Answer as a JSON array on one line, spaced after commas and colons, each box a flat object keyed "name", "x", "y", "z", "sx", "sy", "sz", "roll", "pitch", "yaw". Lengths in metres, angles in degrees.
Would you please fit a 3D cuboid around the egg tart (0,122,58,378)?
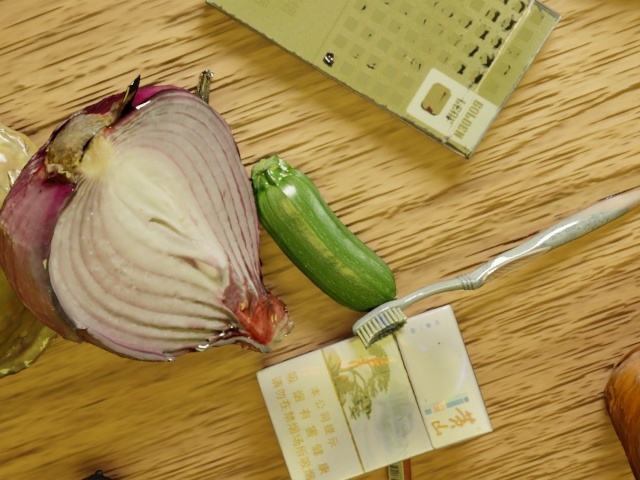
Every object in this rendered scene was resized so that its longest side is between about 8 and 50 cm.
[{"name": "egg tart", "x": -0.423, "y": 0.020, "z": 1.036, "sx": 0.351, "sy": 0.150, "sz": 0.352, "roll": -1, "pitch": 111, "yaw": -3}]

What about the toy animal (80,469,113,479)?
[{"name": "toy animal", "x": -0.220, "y": 0.443, "z": 1.180, "sx": 0.168, "sy": 0.106, "sz": 0.343, "roll": -34, "pitch": 96, "yaw": 28}]

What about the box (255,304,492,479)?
[{"name": "box", "x": 0.061, "y": 0.179, "z": 1.127, "sx": 0.233, "sy": 0.067, "sz": 0.149, "roll": -20, "pitch": 87, "yaw": 2}]

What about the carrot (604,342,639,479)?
[{"name": "carrot", "x": 0.412, "y": 0.196, "z": 1.078, "sx": 0.196, "sy": 0.254, "sz": 0.196, "roll": 1, "pitch": 105, "yaw": 2}]

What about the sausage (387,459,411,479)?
[{"name": "sausage", "x": 0.094, "y": 0.272, "z": 1.199, "sx": 0.029, "sy": 0.029, "sz": 0.223, "roll": -5, "pitch": 107, "yaw": -2}]

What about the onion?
[{"name": "onion", "x": -0.179, "y": 0.006, "z": 1.035, "sx": 0.267, "sy": 0.159, "sz": 0.349, "roll": -54, "pitch": 133, "yaw": -20}]

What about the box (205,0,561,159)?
[{"name": "box", "x": 0.065, "y": -0.240, "z": 1.032, "sx": 0.324, "sy": 0.047, "sz": 0.180, "roll": 29, "pitch": 103, "yaw": -12}]

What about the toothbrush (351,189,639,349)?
[{"name": "toothbrush", "x": 0.205, "y": 0.024, "z": 1.104, "sx": 0.375, "sy": 0.037, "sz": 0.028, "roll": -26, "pitch": 139, "yaw": -7}]

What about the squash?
[{"name": "squash", "x": 0.000, "y": 0.000, "z": 1.091, "sx": 0.077, "sy": 0.068, "sz": 0.219, "roll": -36, "pitch": 106, "yaw": 16}]

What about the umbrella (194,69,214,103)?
[{"name": "umbrella", "x": -0.128, "y": -0.141, "z": 1.068, "sx": 0.031, "sy": 0.020, "sz": 0.083, "roll": 20, "pitch": 109, "yaw": 32}]
